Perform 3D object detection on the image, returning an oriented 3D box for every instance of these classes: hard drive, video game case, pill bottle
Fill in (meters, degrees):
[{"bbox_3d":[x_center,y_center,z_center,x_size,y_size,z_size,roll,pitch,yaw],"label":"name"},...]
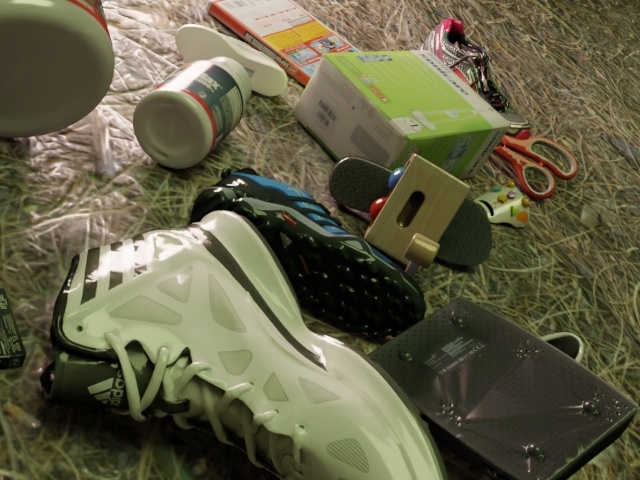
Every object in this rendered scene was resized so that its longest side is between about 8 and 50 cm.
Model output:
[{"bbox_3d":[0.186,0.166,0.946,0.172,0.054,0.255,-29,40,-26],"label":"hard drive"},{"bbox_3d":[-0.037,-0.348,1.540,0.285,0.025,0.204,39,35,11],"label":"video game case"},{"bbox_3d":[-0.378,-0.319,1.046,0.210,0.210,0.362,3,52,-34],"label":"pill bottle"},{"bbox_3d":[-0.161,-0.178,1.165,0.108,0.108,0.180,31,34,0],"label":"pill bottle"}]

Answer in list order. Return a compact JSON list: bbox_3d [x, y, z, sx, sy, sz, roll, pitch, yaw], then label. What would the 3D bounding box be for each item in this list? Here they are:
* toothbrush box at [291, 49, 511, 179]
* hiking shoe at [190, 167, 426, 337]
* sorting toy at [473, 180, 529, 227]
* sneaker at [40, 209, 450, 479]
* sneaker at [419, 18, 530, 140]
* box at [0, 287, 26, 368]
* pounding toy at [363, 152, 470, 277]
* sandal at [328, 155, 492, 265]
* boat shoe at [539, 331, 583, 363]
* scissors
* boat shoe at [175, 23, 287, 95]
[{"bbox_3d":[0.132,-0.193,1.392,0.283,0.122,0.206,-16,56,-46],"label":"toothbrush box"},{"bbox_3d":[0.000,0.000,1.061,0.304,0.113,0.132,31,35,-1],"label":"hiking shoe"},{"bbox_3d":[0.289,-0.057,1.423,0.075,0.045,0.083,-18,55,-25],"label":"sorting toy"},{"bbox_3d":[-0.097,0.157,0.789,0.258,0.169,0.447,-14,46,-35],"label":"sneaker"},{"bbox_3d":[0.286,-0.293,1.640,0.121,0.112,0.299,-8,51,-43],"label":"sneaker"},{"bbox_3d":[-0.315,0.081,0.806,0.067,0.018,0.083,-2,47,-39],"label":"box"},{"bbox_3d":[0.104,-0.016,1.121,0.094,0.181,0.206,31,8,1],"label":"pounding toy"},{"bbox_3d":[0.133,-0.051,1.252,0.255,0.097,0.054,29,8,-5],"label":"sandal"},{"bbox_3d":[0.234,0.166,1.057,0.095,0.084,0.258,45,37,18],"label":"boat shoe"},{"bbox_3d":[0.313,-0.181,1.557,0.297,0.021,0.109,37,80,12],"label":"scissors"},{"bbox_3d":[-0.136,-0.284,1.358,0.184,0.066,0.063,17,23,-16],"label":"boat shoe"}]
